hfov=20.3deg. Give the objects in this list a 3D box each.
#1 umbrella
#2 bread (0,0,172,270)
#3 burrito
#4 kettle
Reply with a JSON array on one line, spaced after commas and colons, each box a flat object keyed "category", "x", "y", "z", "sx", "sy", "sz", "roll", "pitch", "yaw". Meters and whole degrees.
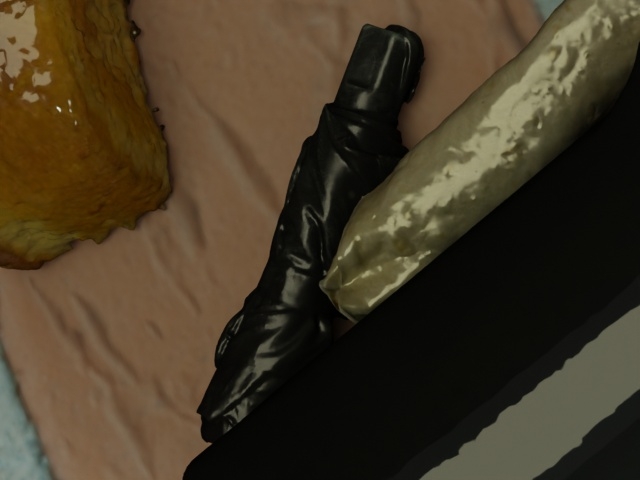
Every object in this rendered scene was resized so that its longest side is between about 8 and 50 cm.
[{"category": "umbrella", "x": 0.000, "y": 0.000, "z": 0.920, "sx": 0.059, "sy": 0.066, "sz": 0.236, "roll": 22, "pitch": 94, "yaw": 25}, {"category": "bread", "x": -0.170, "y": -0.105, "z": 0.954, "sx": 0.143, "sy": 0.139, "sz": 0.229, "roll": -17, "pitch": 84, "yaw": 11}, {"category": "burrito", "x": 0.108, "y": -0.061, "z": 0.871, "sx": 0.275, "sy": 0.082, "sz": 0.059, "roll": -47, "pitch": 63, "yaw": 12}, {"category": "kettle", "x": 0.133, "y": 0.102, "z": 0.801, "sx": 0.308, "sy": 0.203, "sz": 0.262, "roll": -43, "pitch": 73, "yaw": 12}]
